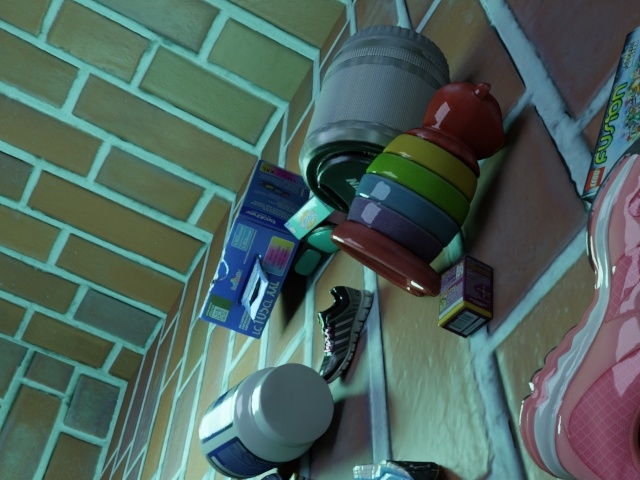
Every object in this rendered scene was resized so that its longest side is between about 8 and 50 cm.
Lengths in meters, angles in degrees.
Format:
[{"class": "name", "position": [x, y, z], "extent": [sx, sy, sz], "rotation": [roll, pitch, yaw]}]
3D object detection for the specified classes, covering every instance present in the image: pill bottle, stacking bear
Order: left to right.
[{"class": "pill bottle", "position": [-0.090, 0.295, 1.366], "extent": [0.265, 0.153, 0.153], "rotation": [-42, 27, 55]}, {"class": "stacking bear", "position": [0.152, -0.085, 1.153], "extent": [0.289, 0.164, 0.175], "rotation": [-59, 1, -5]}]

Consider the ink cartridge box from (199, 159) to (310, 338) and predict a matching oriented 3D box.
[{"class": "ink cartridge box", "position": [-0.141, 0.026, 1.845], "extent": [0.395, 0.151, 0.269], "rotation": [-78, 9, -65]}]

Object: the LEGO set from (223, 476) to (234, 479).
[{"class": "LEGO set", "position": [-0.228, 0.574, 1.580], "extent": [0.244, 0.060, 0.182], "rotation": [-84, 20, -50]}]

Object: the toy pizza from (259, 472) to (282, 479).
[{"class": "toy pizza", "position": [-0.097, 0.473, 1.338], "extent": [0.201, 0.032, 0.201], "rotation": [-57, 18, 29]}]

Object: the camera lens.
[{"class": "camera lens", "position": [0.096, -0.189, 1.380], "extent": [0.219, 0.220, 0.274], "rotation": [-43, 26, 54]}]

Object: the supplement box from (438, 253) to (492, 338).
[{"class": "supplement box", "position": [0.178, 0.069, 1.027], "extent": [0.055, 0.043, 0.083], "rotation": [-50, 21, 45]}]

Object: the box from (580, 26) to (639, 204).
[{"class": "box", "position": [0.334, -0.137, 0.838], "extent": [0.114, 0.036, 0.206], "rotation": [-27, 40, 67]}]

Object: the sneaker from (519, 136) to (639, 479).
[{"class": "sneaker", "position": [0.273, 0.058, 0.647], "extent": [0.136, 0.116, 0.313], "rotation": [24, 95, 65]}]

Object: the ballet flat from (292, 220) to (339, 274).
[{"class": "ballet flat", "position": [0.000, 0.000, 1.703], "extent": [0.203, 0.074, 0.074], "rotation": [-48, 22, 53]}]

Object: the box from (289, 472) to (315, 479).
[{"class": "box", "position": [-0.020, 0.398, 1.138], "extent": [0.054, 0.059, 0.169], "rotation": [-62, 15, 20]}]

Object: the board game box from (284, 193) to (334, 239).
[{"class": "board game box", "position": [0.035, -0.106, 1.649], "extent": [0.210, 0.047, 0.160], "rotation": [-46, 4, -29]}]

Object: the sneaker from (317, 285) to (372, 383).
[{"class": "sneaker", "position": [0.022, 0.148, 1.369], "extent": [0.170, 0.075, 0.063], "rotation": [-68, 15, -12]}]

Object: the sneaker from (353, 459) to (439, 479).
[{"class": "sneaker", "position": [0.090, 0.294, 0.971], "extent": [0.162, 0.064, 0.073], "rotation": [135, 138, -62]}]
